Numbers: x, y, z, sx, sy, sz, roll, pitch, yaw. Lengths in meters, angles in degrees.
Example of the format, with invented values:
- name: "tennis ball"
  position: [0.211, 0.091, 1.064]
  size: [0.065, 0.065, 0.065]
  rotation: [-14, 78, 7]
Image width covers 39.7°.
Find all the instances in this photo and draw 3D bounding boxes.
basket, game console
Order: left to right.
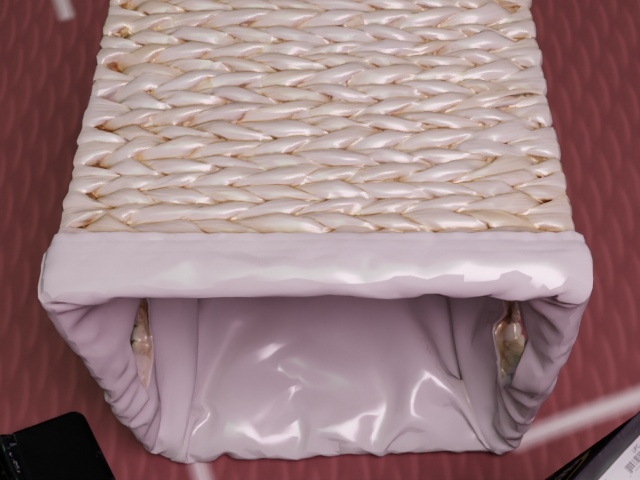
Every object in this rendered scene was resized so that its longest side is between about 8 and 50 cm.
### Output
- name: "game console"
  position: [-0.238, 0.226, 0.757]
  size: [0.107, 0.071, 0.122]
  rotation: [-42, 65, 16]
- name: "basket"
  position: [0.000, 0.000, 0.688]
  size: [0.331, 0.328, 0.266]
  rotation: [-2, 60, 2]

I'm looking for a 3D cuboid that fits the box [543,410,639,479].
- name: "box"
  position: [0.062, 0.295, 0.539]
  size: [0.395, 0.318, 0.097]
  rotation: [-41, 70, -15]
